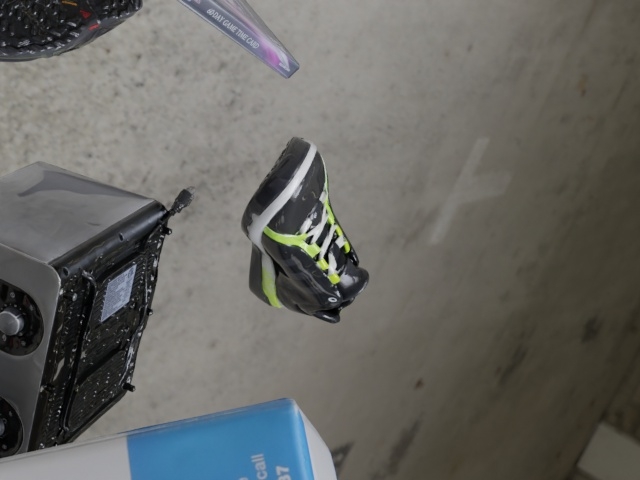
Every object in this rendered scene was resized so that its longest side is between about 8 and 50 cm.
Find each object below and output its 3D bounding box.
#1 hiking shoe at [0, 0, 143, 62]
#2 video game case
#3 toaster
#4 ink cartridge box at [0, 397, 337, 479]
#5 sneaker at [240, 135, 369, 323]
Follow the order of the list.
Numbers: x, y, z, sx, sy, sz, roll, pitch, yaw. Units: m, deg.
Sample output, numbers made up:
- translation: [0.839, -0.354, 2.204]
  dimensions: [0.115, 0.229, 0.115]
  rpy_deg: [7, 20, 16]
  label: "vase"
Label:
- translation: [-0.315, -0.244, 1.362]
  dimensions: [0.227, 0.086, 0.114]
  rpy_deg: [-25, 176, -38]
  label: "hiking shoe"
- translation: [-0.139, -0.275, 1.168]
  dimensions: [0.026, 0.196, 0.274]
  rpy_deg: [-42, 155, 10]
  label: "video game case"
- translation: [-0.183, 0.046, 0.780]
  dimensions: [0.185, 0.110, 0.168]
  rpy_deg: [-44, 153, -64]
  label: "toaster"
- translation: [-0.167, 0.269, 0.598]
  dimensions: [0.166, 0.395, 0.285]
  rpy_deg: [70, 8, -72]
  label: "ink cartridge box"
- translation: [0.000, 0.000, 0.930]
  dimensions: [0.084, 0.097, 0.235]
  rpy_deg: [-59, 168, -21]
  label: "sneaker"
